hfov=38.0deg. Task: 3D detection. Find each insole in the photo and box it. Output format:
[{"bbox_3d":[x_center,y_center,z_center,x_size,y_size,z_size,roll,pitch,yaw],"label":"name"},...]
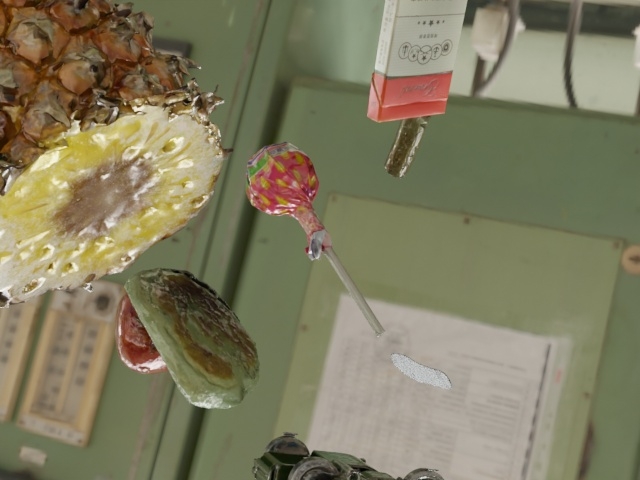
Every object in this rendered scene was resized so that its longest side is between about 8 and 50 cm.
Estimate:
[{"bbox_3d":[0.168,0.220,1.565,0.002,0.053,0.152,-33,-158,-26],"label":"insole"}]

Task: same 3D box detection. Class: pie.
[{"bbox_3d":[-0.176,0.128,1.282,0.240,0.054,0.240,42,-161,-18],"label":"pie"}]

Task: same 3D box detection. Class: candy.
[{"bbox_3d":[0.000,0.000,1.511,0.124,0.365,0.124,-30,167,-7],"label":"candy"}]

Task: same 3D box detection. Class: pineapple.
[{"bbox_3d":[-0.285,-0.132,0.942,0.300,0.352,0.352,55,-176,14],"label":"pineapple"}]

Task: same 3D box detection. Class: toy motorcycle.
[{"bbox_3d":[0.029,0.363,1.339,0.275,0.127,0.205,13,176,-19],"label":"toy motorcycle"}]

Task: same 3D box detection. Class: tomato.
[{"bbox_3d":[-0.289,0.156,1.641,0.167,0.167,0.167,14,173,2],"label":"tomato"}]

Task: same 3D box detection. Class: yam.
[{"bbox_3d":[0.156,-0.180,1.670,0.054,0.132,0.054,16,-151,-9],"label":"yam"}]

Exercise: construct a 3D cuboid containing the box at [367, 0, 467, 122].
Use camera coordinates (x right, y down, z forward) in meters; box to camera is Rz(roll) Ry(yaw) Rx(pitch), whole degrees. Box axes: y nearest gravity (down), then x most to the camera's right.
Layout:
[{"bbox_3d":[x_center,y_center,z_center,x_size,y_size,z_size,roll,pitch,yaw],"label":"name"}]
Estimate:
[{"bbox_3d":[0.144,-0.294,1.334,0.139,0.245,0.035,-14,-145,-34],"label":"box"}]
